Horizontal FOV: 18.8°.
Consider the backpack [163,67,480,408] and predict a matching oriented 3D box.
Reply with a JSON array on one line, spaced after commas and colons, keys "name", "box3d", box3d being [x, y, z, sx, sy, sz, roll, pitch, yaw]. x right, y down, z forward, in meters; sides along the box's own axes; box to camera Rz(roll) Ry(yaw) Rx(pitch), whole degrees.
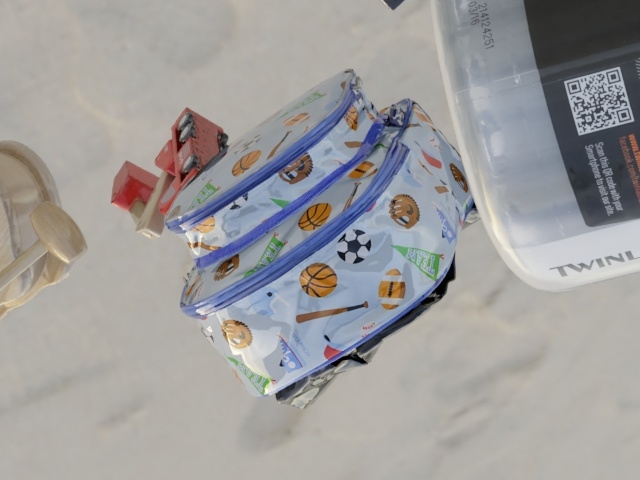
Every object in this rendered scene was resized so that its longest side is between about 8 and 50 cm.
[{"name": "backpack", "box3d": [0.000, 0.000, 1.580, 0.276, 0.263, 0.213, -39, 108, 18]}]

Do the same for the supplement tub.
[{"name": "supplement tub", "box3d": [0.228, -0.098, 0.957, 0.316, 0.193, 0.193, -14, 153, 16]}]

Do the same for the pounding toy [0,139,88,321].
[{"name": "pounding toy", "box3d": [-0.348, 0.001, 1.897, 0.269, 0.154, 0.155, -32, 175, 40]}]

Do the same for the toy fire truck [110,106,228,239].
[{"name": "toy fire truck", "box3d": [-0.139, -0.049, 1.788, 0.047, 0.192, 0.135, 29, 112, -21]}]

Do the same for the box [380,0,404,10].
[{"name": "box", "box3d": [0.096, -0.351, 1.904, 0.216, 0.270, 0.060, -41, 116, 5]}]
